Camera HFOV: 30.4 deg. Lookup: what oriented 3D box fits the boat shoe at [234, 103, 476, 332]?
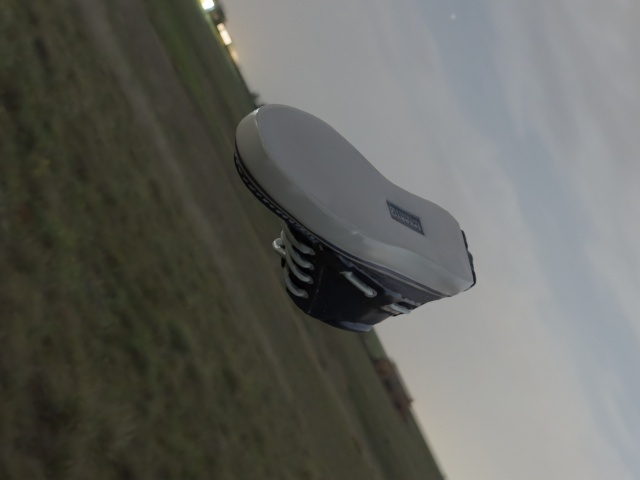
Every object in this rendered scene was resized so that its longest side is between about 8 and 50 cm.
[{"bbox_3d":[0.000,0.000,1.126,0.340,0.158,0.127,32,38,-43],"label":"boat shoe"}]
